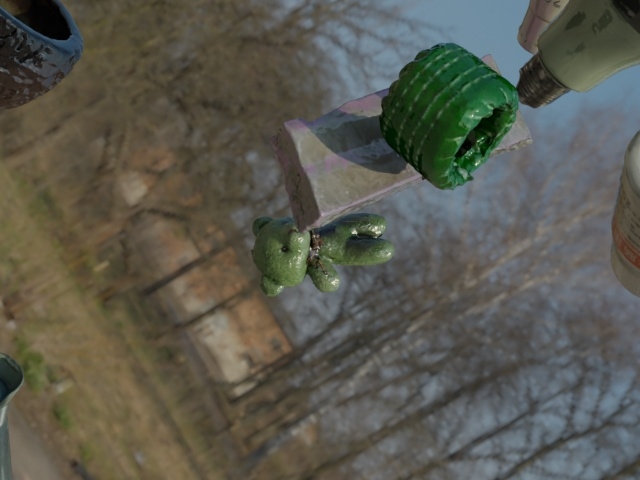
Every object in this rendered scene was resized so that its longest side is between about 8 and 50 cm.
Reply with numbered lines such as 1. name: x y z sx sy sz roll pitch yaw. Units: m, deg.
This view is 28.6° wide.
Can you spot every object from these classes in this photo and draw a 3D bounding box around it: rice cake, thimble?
1. rice cake: 0.084 -0.104 1.243 0.050 0.298 0.106 -37 -103 57
2. thimble: 0.116 -0.111 1.133 0.090 0.118 0.130 40 -29 18

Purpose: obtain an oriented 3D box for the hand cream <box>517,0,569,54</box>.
1. hand cream: 0.318 -0.370 1.514 0.111 0.070 0.312 41 -47 26

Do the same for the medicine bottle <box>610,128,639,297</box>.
1. medicine bottle: 0.415 -0.032 1.475 0.144 0.144 0.252 56 -7 24

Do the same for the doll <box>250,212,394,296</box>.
1. doll: 0.000 0.000 1.340 0.077 0.150 0.115 89 -10 -57

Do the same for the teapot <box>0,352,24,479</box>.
1. teapot: -0.514 0.266 1.791 0.203 0.171 0.225 48 -53 49

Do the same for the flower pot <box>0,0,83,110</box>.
1. flower pot: -0.508 -0.258 1.734 0.266 0.267 0.266 42 16 -16

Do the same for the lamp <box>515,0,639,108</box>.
1. lamp: 0.346 -0.260 1.367 0.182 0.182 0.314 58 -33 7
